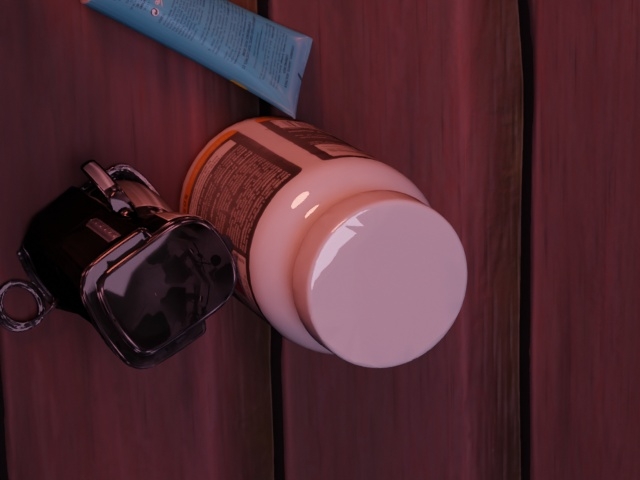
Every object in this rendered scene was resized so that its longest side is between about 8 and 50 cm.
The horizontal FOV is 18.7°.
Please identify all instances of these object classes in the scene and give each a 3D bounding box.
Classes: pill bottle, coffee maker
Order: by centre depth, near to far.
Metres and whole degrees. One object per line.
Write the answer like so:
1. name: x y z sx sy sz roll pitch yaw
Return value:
1. coffee maker: -0.166 0.035 1.554 0.120 0.178 0.171 35 89 -26
2. pill bottle: 0.000 0.000 1.559 0.162 0.278 0.162 -6 107 -20

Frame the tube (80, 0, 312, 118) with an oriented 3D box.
1. tube: -0.096 -0.176 1.597 0.207 0.052 0.080 25 67 -27
